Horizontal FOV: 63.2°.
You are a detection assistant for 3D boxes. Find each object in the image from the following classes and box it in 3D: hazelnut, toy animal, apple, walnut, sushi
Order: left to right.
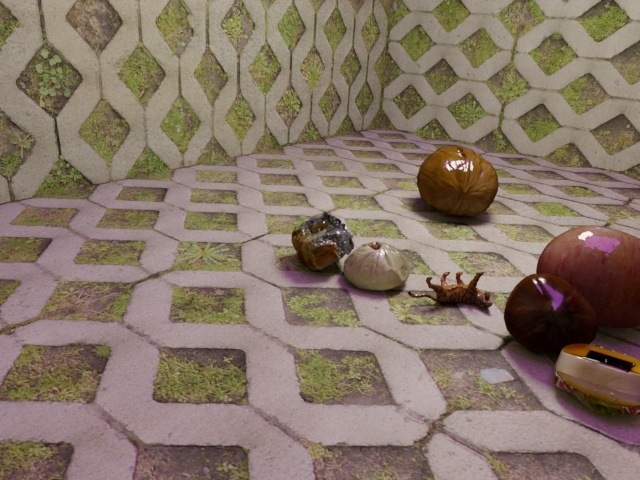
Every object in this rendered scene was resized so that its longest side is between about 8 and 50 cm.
[{"bbox_3d":[0.000,0.000,1.800,0.184,0.139,0.274,-28,27,-12],"label":"sushi"},{"bbox_3d":[0.389,0.159,1.602,0.255,0.116,0.114,-4,0,-5],"label":"toy animal"},{"bbox_3d":[0.619,-0.270,2.355,0.354,0.307,0.398,2,21,0],"label":"walnut"},{"bbox_3d":[0.608,0.197,1.367,0.230,0.229,0.229,3,23,-1],"label":"hazelnut"},{"bbox_3d":[0.816,0.095,1.516,0.345,0.269,0.345,13,11,-3],"label":"apple"}]

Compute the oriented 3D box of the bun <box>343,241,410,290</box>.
[{"bbox_3d":[0.183,0.070,1.705,0.221,0.134,0.220,-1,23,0],"label":"bun"}]

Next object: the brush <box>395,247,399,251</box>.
[{"bbox_3d":[0.276,0.036,1.946,0.019,0.021,0.083,-8,25,-19],"label":"brush"}]

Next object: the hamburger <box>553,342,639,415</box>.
[{"bbox_3d":[0.655,0.323,1.211,0.210,0.116,0.173,14,17,34],"label":"hamburger"}]
